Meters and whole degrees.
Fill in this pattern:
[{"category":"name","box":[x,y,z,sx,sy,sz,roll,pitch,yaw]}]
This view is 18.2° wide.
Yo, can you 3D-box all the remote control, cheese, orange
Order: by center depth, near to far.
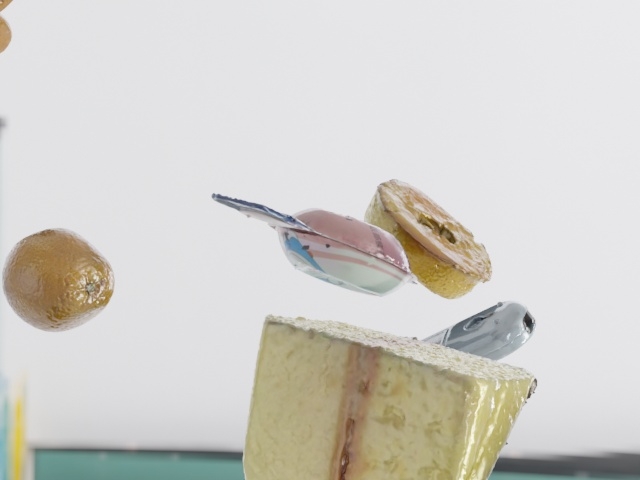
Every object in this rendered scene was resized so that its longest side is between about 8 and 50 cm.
[{"category":"orange","box":[-0.185,0.028,1.420,0.085,0.085,0.085,2,-173,0]},{"category":"cheese","box":[0.000,0.000,2.242,0.189,0.074,0.286,13,171,45]},{"category":"remote control","box":[0.137,0.135,2.308,0.244,0.047,0.087,-27,-166,22]}]

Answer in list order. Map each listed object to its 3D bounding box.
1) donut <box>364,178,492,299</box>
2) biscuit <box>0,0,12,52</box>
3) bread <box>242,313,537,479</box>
[{"category":"donut","box":[0.127,0.005,2.448,0.178,0.065,0.162,47,-159,18]},{"category":"biscuit","box":[-0.334,-0.214,1.764,0.165,0.250,0.036,16,-148,-46]},{"category":"bread","box":[0.052,0.174,1.759,0.240,0.178,0.135,12,-178,34]}]
